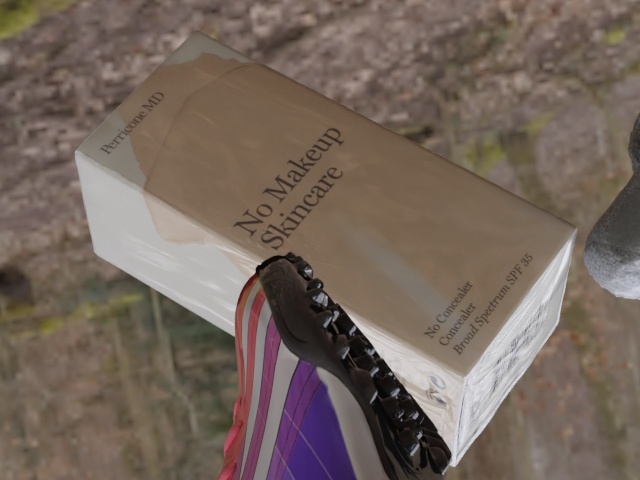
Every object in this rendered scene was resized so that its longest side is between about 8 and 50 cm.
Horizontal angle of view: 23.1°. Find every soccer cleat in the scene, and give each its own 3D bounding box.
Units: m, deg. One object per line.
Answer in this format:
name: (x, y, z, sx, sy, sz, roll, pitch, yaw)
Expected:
soccer cleat: (-0.004, 0.116, 0.587, 0.116, 0.108, 0.318, -35, -147, 8)

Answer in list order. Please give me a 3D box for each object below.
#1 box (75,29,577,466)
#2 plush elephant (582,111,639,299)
box: (0.000, 0.000, 1.060, 0.311, 0.121, 0.148, 28, -121, 19)
plush elephant: (0.358, -0.072, 1.006, 0.272, 0.330, 0.255, -1, 163, 42)
